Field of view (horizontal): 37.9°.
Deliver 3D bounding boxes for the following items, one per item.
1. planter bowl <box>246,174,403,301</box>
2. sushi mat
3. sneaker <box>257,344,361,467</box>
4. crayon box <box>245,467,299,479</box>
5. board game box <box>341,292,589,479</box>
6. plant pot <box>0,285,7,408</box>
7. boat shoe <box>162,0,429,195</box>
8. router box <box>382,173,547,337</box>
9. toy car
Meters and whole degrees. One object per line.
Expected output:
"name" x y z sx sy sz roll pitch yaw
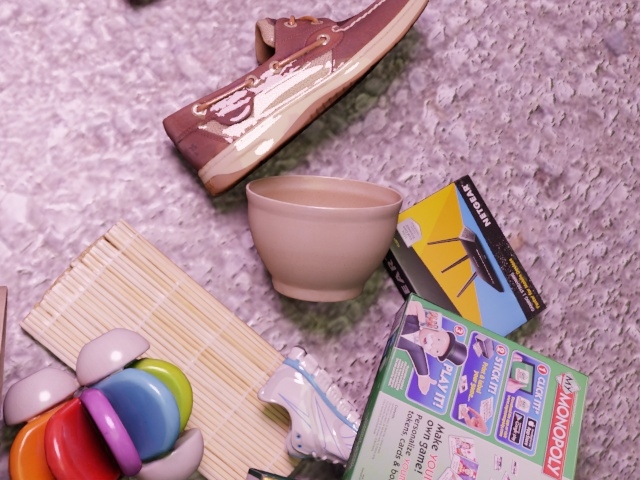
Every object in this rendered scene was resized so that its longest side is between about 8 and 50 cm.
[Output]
"planter bowl" 0.000 0.000 0.970 0.162 0.162 0.109 1 105 -17
"sushi mat" -0.139 0.129 0.961 0.316 0.019 0.151 41 71 -5
"sneaker" 0.010 0.204 0.950 0.083 0.071 0.191 -41 85 -12
"crayon box" 0.034 0.438 0.886 0.313 0.106 0.363 19 77 -9
"board game box" 0.136 0.222 0.896 0.213 0.046 0.317 26 50 -3
"plant pot" -0.401 0.157 0.743 0.273 0.256 0.257 4 77 -18
"boat shoe" -0.024 -0.196 1.014 0.342 0.123 0.123 -42 94 -14
"router box" 0.155 0.035 1.055 0.133 0.046 0.179 -30 89 -20
"toy car" -0.201 0.178 0.857 0.182 0.136 0.159 -29 92 -9
